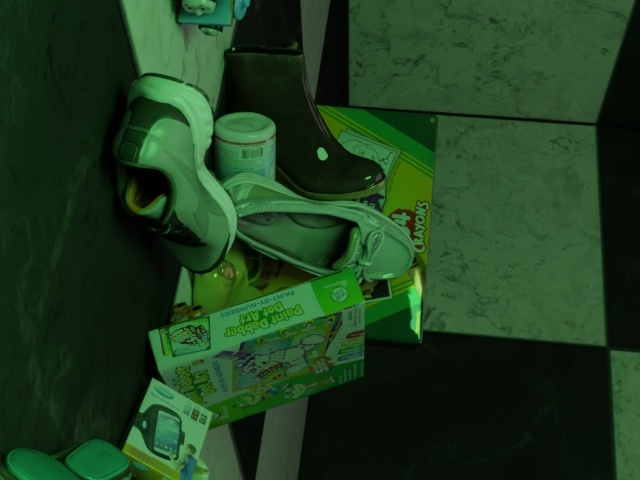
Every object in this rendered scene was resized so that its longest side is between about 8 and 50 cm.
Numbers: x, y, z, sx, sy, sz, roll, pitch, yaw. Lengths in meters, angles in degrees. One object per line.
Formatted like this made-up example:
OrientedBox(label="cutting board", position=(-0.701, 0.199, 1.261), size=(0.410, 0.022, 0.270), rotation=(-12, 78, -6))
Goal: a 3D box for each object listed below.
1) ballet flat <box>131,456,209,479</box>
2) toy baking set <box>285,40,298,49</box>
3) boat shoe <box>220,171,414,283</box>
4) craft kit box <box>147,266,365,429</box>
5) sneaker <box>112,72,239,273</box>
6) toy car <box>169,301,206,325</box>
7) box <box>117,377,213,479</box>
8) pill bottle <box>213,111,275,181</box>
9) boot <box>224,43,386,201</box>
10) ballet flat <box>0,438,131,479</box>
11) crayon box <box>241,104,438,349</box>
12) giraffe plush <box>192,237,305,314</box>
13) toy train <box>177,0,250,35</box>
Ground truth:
OrientedBox(label="ballet flat", position=(-0.168, 0.273, 1.116), size=(0.231, 0.077, 0.077), rotation=(-50, 146, -82))
OrientedBox(label="toy baking set", position=(-0.068, -0.309, 2.050), size=(0.256, 0.030, 0.196), rotation=(-79, 175, -50))
OrientedBox(label="boat shoe", position=(0.000, -0.003, 1.383), size=(0.118, 0.320, 0.103), rotation=(-59, -151, 17))
OrientedBox(label="craft kit box", position=(-0.067, 0.142, 1.215), size=(0.250, 0.247, 0.061), rotation=(84, -11, -62))
OrientedBox(label="sneaker", position=(-0.153, -0.042, 0.983), size=(0.271, 0.100, 0.108), rotation=(81, 28, -56))
OrientedBox(label="toy car", position=(-0.159, 0.130, 1.233), size=(0.040, 0.060, 0.122), rotation=(-42, 140, -34))
OrientedBox(label="box", position=(-0.165, 0.206, 1.063), size=(0.028, 0.081, 0.136), rotation=(-50, -166, 30))
OrientedBox(label="pill bottle", position=(-0.108, -0.095, 1.409), size=(0.087, 0.087, 0.160), rotation=(-77, 171, -61))
OrientedBox(label="boot", position=(-0.024, -0.170, 1.424), size=(0.090, 0.249, 0.206), rotation=(-57, 152, -50))
OrientedBox(label="ballet flat", position=(-0.201, 0.197, 0.752), size=(0.068, 0.072, 0.213), rotation=(-55, 170, -2))
OrientedBox(label="crayon box", position=(0.013, -0.026, 1.555), size=(0.106, 0.313, 0.362), rotation=(88, 7, -78))
OrientedBox(label="giraffe plush", position=(-0.085, 0.103, 1.372), size=(0.181, 0.171, 0.210), rotation=(90, 7, -47))
OrientedBox(label="toy train", position=(-0.122, -0.327, 1.111), size=(0.105, 0.080, 0.184), rotation=(10, 87, -76))
